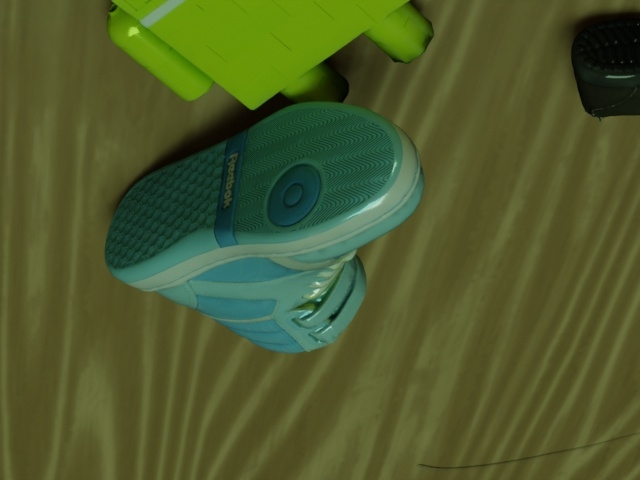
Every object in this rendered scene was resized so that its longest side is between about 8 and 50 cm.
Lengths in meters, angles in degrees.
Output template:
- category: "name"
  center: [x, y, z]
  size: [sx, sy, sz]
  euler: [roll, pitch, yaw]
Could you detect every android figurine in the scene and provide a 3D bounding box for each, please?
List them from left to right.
- category: "android figurine"
  center: [-0.046, -0.196, 1.100]
  size: [0.248, 0.056, 0.273]
  euler: [-34, 132, 25]

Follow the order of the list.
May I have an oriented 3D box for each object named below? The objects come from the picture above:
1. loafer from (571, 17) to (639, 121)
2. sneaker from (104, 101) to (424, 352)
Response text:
- category: "loafer"
  center: [0.303, -0.134, 1.203]
  size: [0.220, 0.080, 0.078]
  euler: [1, 144, -1]
- category: "sneaker"
  center: [0.000, 0.000, 1.222]
  size: [0.319, 0.127, 0.208]
  euler: [-12, 146, 44]
